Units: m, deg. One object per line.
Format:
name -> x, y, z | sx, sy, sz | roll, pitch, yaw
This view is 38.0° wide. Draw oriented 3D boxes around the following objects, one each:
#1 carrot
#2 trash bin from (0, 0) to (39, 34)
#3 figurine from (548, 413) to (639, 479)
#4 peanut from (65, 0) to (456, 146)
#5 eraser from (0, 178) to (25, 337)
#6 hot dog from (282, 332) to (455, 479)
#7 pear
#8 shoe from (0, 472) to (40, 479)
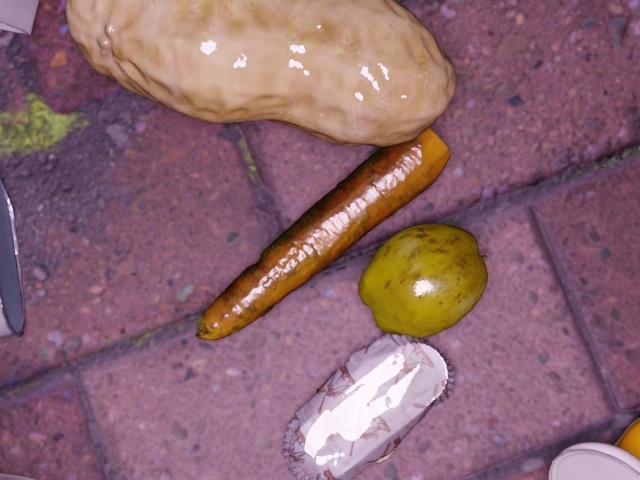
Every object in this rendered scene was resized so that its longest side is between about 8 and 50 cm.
carrot -> 0.000, 0.000, 0.936 | 0.314, 0.066, 0.066 | -41, 83, -4
trash bin -> -0.360, -0.402, 0.922 | 0.255, 0.296, 0.368 | 10, 96, 0
figurine -> 0.332, 0.262, 0.888 | 0.141, 0.166, 0.250 | -38, 111, -40
peanut -> -0.058, -0.191, 0.899 | 0.387, 0.192, 0.169 | 13, 119, 3
eraser -> -0.423, 0.030, 0.925 | 0.227, 0.081, 0.174 | -10, 82, -2
hot dog -> 0.045, 0.168, 0.916 | 0.192, 0.053, 0.099 | -42, 82, -3
pear -> 0.103, 0.039, 0.908 | 0.131, 0.107, 0.107 | -23, 82, 0
shoe -> -0.250, 0.294, 0.878 | 0.265, 0.095, 0.110 | 12, 82, 0
